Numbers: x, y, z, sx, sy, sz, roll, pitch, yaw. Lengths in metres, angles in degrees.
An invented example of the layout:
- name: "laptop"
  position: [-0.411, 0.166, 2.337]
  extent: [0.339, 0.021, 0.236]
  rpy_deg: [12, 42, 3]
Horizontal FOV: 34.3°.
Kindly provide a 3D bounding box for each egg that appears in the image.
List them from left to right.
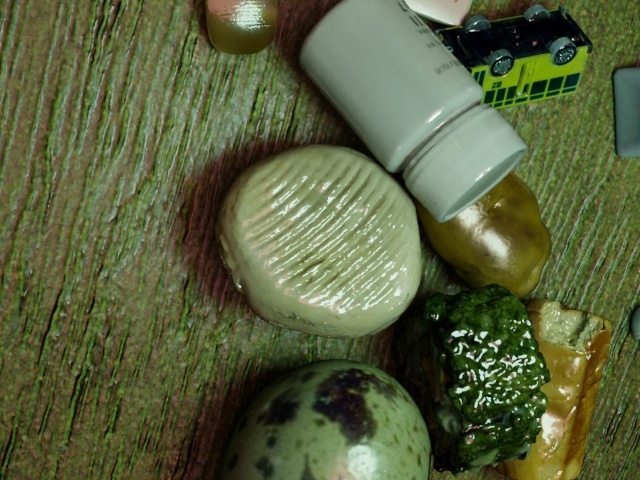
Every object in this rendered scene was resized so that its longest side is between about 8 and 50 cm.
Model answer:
- name: "egg"
  position: [0.004, 0.409, 1.752]
  extent: [0.345, 0.345, 0.428]
  rpy_deg: [20, 94, -18]

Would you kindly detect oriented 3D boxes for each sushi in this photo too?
- name: "sushi"
  position: [0.256, 0.248, 1.790]
  extent: [0.178, 0.352, 0.294]
  rpy_deg: [-13, 69, -11]

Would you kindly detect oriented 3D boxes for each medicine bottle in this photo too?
- name: "medicine bottle"
  position: [0.151, -0.228, 1.715]
  extent: [0.211, 0.211, 0.371]
  rpy_deg: [-38, 80, -9]

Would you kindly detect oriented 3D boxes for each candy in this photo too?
- name: "candy"
  position: [0.632, -0.246, 1.978]
  extent: [0.138, 0.071, 0.174]
  rpy_deg: [0, 99, 26]

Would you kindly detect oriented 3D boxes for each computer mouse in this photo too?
- name: "computer mouse"
  position: [-0.140, -0.438, 1.751]
  extent: [0.126, 0.056, 0.245]
  rpy_deg: [-5, 97, -16]

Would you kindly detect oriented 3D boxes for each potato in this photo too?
- name: "potato"
  position: [0.284, -0.051, 1.876]
  extent: [0.195, 0.176, 0.369]
  rpy_deg: [-35, 103, 18]

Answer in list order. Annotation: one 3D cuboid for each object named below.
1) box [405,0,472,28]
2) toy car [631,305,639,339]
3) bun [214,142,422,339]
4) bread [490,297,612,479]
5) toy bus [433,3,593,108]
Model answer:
- name: "box"
  position: [0.212, -0.577, 1.825]
  extent: [0.204, 0.051, 0.365]
  rpy_deg: [17, 96, -14]
- name: "toy car"
  position: [0.673, 0.166, 2.051]
  extent: [0.112, 0.112, 0.139]
  rpy_deg: [25, 79, -2]
- name: "bun"
  position: [0.000, 0.000, 1.761]
  extent: [0.362, 0.234, 0.326]
  rpy_deg: [23, 85, -10]
- name: "bread"
  position: [0.414, 0.280, 1.937]
  extent: [0.149, 0.195, 0.344]
  rpy_deg: [7, 95, -37]
- name: "toy bus"
  position: [0.332, -0.317, 1.852]
  extent: [0.262, 0.128, 0.150]
  rpy_deg: [-13, 142, -14]
